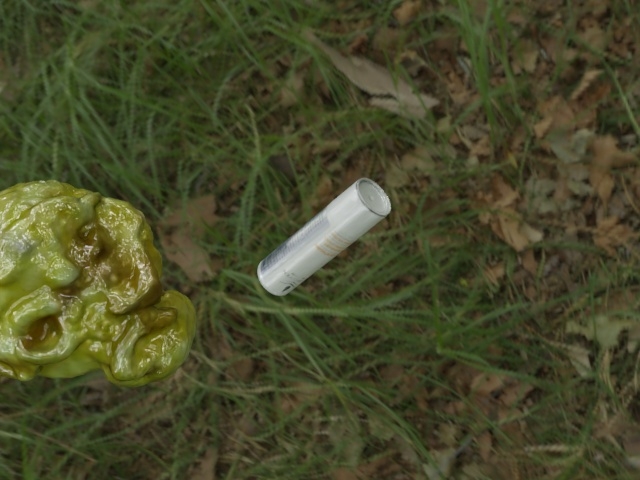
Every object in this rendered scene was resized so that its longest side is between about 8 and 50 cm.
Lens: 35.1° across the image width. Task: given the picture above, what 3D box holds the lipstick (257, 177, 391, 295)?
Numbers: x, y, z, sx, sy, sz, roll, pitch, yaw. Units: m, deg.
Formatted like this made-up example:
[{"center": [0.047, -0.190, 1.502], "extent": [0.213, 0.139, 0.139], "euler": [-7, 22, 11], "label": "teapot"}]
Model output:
[{"center": [0.000, 0.000, 0.878], "extent": [0.141, 0.040, 0.040], "euler": [-39, 56, 35], "label": "lipstick"}]

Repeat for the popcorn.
[{"center": [-0.272, 0.041, 1.037], "extent": [0.285, 0.225, 0.174], "euler": [6, 44, 0], "label": "popcorn"}]
